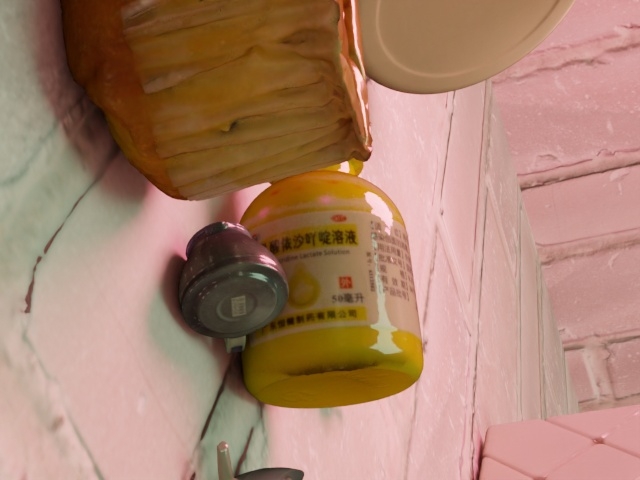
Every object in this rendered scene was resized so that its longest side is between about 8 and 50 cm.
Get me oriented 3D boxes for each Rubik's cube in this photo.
[{"bbox_3d":[0.379,0.419,1.370,0.319,0.322,0.316,-61,137,-64],"label":"Rubik's cube"}]

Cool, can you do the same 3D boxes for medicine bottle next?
[{"bbox_3d":[0.000,0.000,0.758,0.122,0.122,0.212,43,38,-63],"label":"medicine bottle"}]

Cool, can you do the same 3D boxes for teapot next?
[{"bbox_3d":[-0.057,0.028,0.676,0.088,0.066,0.057,92,-16,-45],"label":"teapot"}]

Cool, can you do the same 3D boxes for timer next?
[{"bbox_3d":[0.098,-0.364,1.190,0.315,0.291,0.291,61,4,35],"label":"timer"}]

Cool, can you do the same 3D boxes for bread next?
[{"bbox_3d":[-0.062,-0.165,0.630,0.204,0.156,0.288,63,18,-63],"label":"bread"}]

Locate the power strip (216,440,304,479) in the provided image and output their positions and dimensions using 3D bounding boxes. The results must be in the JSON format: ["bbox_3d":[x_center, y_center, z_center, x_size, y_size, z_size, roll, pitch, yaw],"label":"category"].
[{"bbox_3d":[-0.032,0.219,0.635,0.137,0.044,0.216,-8,86,-73],"label":"power strip"}]
